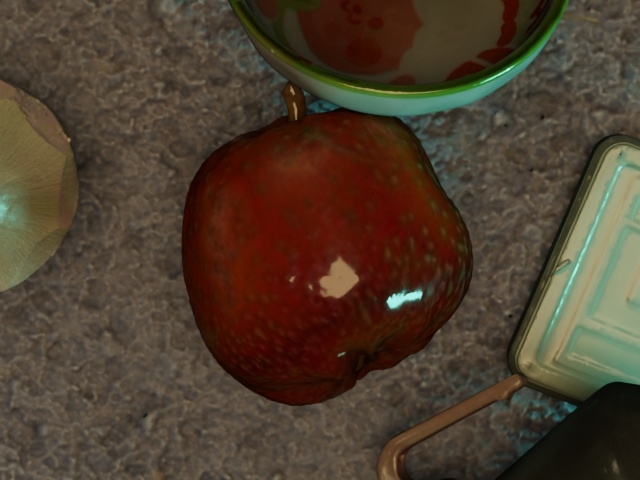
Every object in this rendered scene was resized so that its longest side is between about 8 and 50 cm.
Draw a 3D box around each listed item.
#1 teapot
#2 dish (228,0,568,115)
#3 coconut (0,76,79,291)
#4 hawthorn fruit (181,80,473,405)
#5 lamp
[{"bbox_3d":[0.208,0.282,1.676,0.344,0.253,0.300,-29,75,16],"label":"teapot"},{"bbox_3d":[0.067,-0.231,1.651,0.324,0.124,0.324,1,58,-1],"label":"dish"},{"bbox_3d":[-0.326,-0.058,1.648,0.224,0.234,0.224,0,93,-1],"label":"coconut"},{"bbox_3d":[0.000,0.000,1.644,0.275,0.275,0.299,-12,95,2],"label":"hawthorn fruit"},{"bbox_3d":[0.349,0.059,1.755,0.269,0.047,0.266,21,97,-3],"label":"lamp"}]
